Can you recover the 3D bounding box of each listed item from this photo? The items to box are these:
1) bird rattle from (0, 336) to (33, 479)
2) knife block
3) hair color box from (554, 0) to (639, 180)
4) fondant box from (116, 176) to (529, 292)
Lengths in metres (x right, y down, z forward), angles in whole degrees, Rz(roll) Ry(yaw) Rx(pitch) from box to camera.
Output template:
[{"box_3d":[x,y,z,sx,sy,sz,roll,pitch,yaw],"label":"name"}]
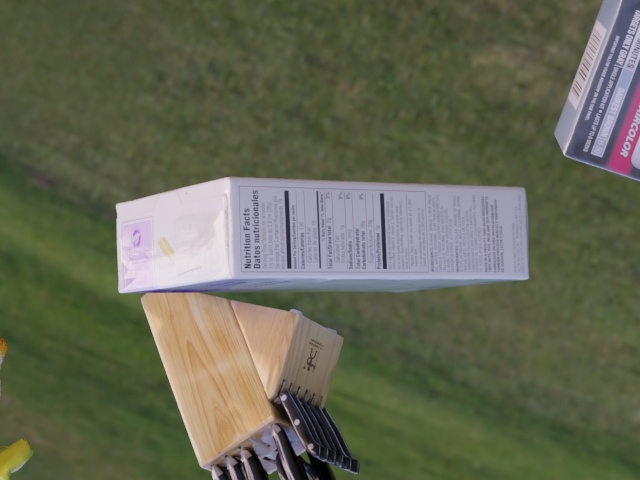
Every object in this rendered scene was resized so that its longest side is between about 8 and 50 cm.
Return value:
[{"box_3d":[-0.381,0.158,1.583,0.253,0.207,0.143,17,176,-25],"label":"bird rattle"},{"box_3d":[-0.084,0.183,1.745,0.276,0.242,0.088,10,166,37],"label":"knife block"},{"box_3d":[0.461,-0.129,1.904,0.374,0.185,0.113,18,-165,-4],"label":"hair color box"},{"box_3d":[0.000,0.000,1.715,0.330,0.096,0.238,2,174,-31],"label":"fondant box"}]
